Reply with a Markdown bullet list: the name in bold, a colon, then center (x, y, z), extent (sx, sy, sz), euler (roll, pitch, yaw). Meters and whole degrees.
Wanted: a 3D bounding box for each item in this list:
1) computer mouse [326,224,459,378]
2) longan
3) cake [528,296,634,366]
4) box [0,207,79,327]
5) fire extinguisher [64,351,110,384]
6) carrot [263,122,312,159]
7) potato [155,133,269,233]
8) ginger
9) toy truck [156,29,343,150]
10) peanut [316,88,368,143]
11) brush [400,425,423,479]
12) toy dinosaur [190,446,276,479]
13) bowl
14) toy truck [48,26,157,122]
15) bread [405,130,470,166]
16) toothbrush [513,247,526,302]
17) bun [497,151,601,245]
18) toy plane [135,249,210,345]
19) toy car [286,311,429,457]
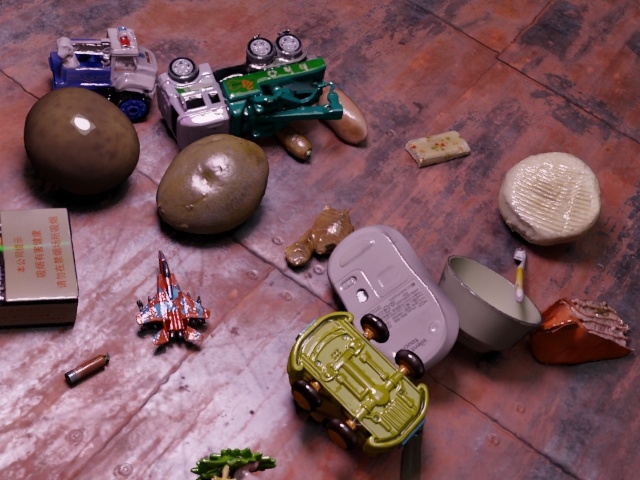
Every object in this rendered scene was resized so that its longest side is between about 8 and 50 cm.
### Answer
- **computer mouse**: center (0.129, 0.113, 1.651), extent (0.184, 0.121, 0.296), euler (-39, 66, 7)
- **longan**: center (-0.445, -0.183, 1.675), extent (0.220, 0.196, 0.196), euler (39, 49, 9)
- **cake**: center (0.511, 0.181, 1.776), extent (0.287, 0.135, 0.098), euler (10, 40, -38)
- **box**: center (-0.568, 0.048, 1.506), extent (0.310, 0.084, 0.198), euler (-2, 52, -21)
- **fire extinguisher**: center (-0.377, 0.205, 1.480), extent (0.083, 0.022, 0.028), euler (-29, 35, -36)
- **carrot**: center (-0.103, -0.259, 1.960), extent (0.049, 0.049, 0.254), euler (-25, 58, -34)
- **potato**: center (-0.204, -0.105, 1.722), extent (0.235, 0.160, 0.178), euler (-30, 40, -21)
- **ginger**: center (0.007, 0.005, 1.759), extent (0.096, 0.067, 0.165), euler (36, 62, 13)
- **toy truck**: center (-0.144, -0.295, 1.858), extent (0.364, 0.176, 0.177), euler (-13, 63, -15)
- **peanut**: center (0.050, -0.275, 2.004), extent (0.076, 0.076, 0.152), euler (-26, 67, -34)
- **brush**: center (0.160, 0.344, 1.544), extent (0.034, 0.027, 0.190), euler (15, 49, -4)
- **toy dinosaur**: center (-0.137, 0.412, 1.330), extent (0.194, 0.152, 0.177), euler (42, 33, -41)
- **bowl**: center (0.297, 0.131, 1.690), extent (0.212, 0.112, 0.211), euler (26, 20, -10)
- **toy truck**: center (-0.434, -0.350, 1.830), extent (0.213, 0.177, 0.161), euler (-4, 52, -22)
- **bread**: center (0.266, -0.209, 2.055), extent (0.154, 0.028, 0.068), euler (-15, 55, -31)
- **toothbrush**: center (0.390, 0.065, 1.787), extent (0.024, 0.021, 0.288), euler (15, 19, 9)
- **bun**: center (0.487, -0.083, 1.951), extent (0.221, 0.134, 0.220), euler (-3, 65, 7)
- **toy plane**: center (-0.265, 0.098, 1.585), extent (0.130, 0.061, 0.189), euler (-4, 48, -21)
- **toy car**: center (0.055, 0.245, 1.513), extent (0.200, 0.142, 0.248), euler (-37, 77, -27)
